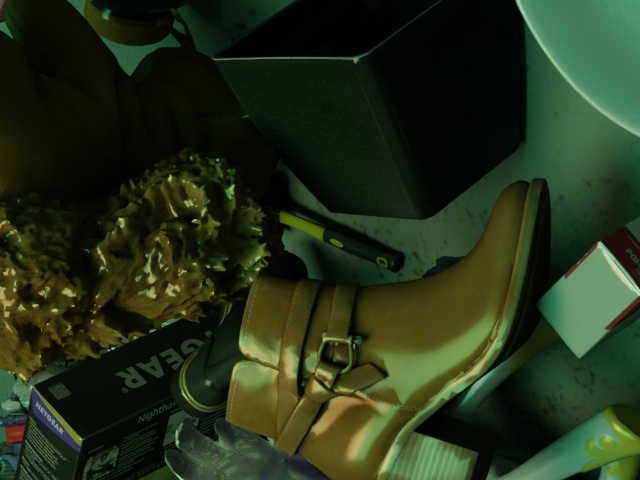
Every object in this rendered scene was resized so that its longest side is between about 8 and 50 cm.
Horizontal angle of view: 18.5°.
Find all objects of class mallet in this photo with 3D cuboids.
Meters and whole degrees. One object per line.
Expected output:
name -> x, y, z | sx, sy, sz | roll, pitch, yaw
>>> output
mallet -> 0.000, 0.000, 1.863 | 0.189, 0.039, 0.062 | 30, 131, 32

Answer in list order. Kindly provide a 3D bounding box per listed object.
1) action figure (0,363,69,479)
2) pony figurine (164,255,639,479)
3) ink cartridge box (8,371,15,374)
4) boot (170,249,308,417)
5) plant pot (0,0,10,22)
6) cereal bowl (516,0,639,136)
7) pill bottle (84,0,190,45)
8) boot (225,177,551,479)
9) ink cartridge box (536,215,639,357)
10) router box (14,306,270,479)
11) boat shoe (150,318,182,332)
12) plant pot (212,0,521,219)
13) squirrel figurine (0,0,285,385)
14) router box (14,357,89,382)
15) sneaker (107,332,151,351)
action figure -> -0.304, 0.289, 2.249 | 0.341, 0.178, 0.330 | 2, 110, 34
pony figurine -> 0.092, 0.192, 1.701 | 0.351, 0.303, 0.363 | 40, 121, 17
ink cartridge box -> -0.339, 0.033, 2.176 | 0.218, 0.158, 0.092 | 37, 132, 32
boot -> -0.041, 0.070, 1.788 | 0.077, 0.198, 0.137 | 39, 144, -11
plant pot -> -0.290, -0.325, 1.908 | 0.201, 0.180, 0.201 | 27, 129, 39
cereal bowl -> 0.281, -0.234, 1.315 | 0.339, 0.141, 0.339 | 27, 129, 39
pill bottle -> -0.159, -0.300, 1.808 | 0.130, 0.130, 0.246 | 42, 136, 28
boot -> 0.054, 0.060, 1.552 | 0.220, 0.109, 0.283 | 20, 105, 17
ink cartridge box -> 0.245, 0.020, 1.500 | 0.056, 0.135, 0.099 | 52, 141, 12
router box -> -0.152, 0.191, 1.917 | 0.081, 0.309, 0.243 | 43, 136, 27
boat shoe -> -0.201, 0.000, 2.059 | 0.227, 0.079, 0.081 | 53, 145, 21
plant pot -> 0.059, -0.121, 1.621 | 0.187, 0.188, 0.167 | 6, 126, 48
squirrel figurine -> -0.180, -0.043, 1.721 | 0.397, 0.370, 0.281 | 57, 136, 40
router box -> -0.311, 0.175, 2.316 | 0.122, 0.038, 0.092 | 3, 112, 49
sneaker -> -0.194, 0.151, 2.134 | 0.095, 0.090, 0.235 | 10, 116, 57
